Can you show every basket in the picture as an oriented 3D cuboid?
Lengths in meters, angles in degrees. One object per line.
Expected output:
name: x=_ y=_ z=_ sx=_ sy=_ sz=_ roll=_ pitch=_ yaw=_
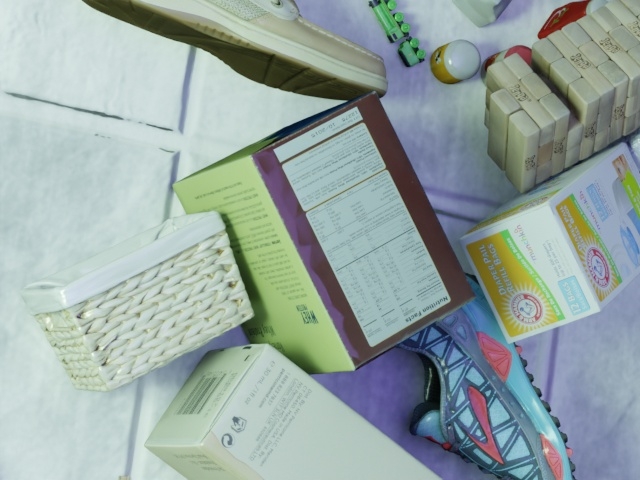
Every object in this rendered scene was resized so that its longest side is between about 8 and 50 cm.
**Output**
basket: x=-0.156 y=0.054 z=1.724 sx=0.167 sy=0.113 sz=0.103 roll=-26 pitch=99 yaw=-24

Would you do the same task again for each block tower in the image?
block tower: x=0.306 y=-0.175 z=1.885 sx=0.335 sy=0.097 sz=0.091 roll=-28 pitch=59 yaw=-16

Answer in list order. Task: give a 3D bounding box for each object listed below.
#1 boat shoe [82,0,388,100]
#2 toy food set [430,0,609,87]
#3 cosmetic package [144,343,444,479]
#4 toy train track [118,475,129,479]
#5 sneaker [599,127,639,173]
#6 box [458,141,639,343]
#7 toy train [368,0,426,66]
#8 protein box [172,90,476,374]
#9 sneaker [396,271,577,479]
boat shoe: x=-0.068 y=-0.212 z=1.797 sx=0.302 sy=0.109 sz=0.098 roll=21 pitch=77 yaw=-15
toy food set: x=0.213 y=-0.234 z=1.919 sx=0.111 sy=0.104 sz=0.232 roll=44 pitch=69 yaw=-13
cosmetic package: x=0.013 y=0.226 z=1.753 sx=0.309 sy=0.160 sz=0.113 roll=39 pitch=72 yaw=-14
toy train track: x=-0.189 y=0.231 z=1.742 sx=0.083 sy=0.014 sz=0.048 roll=4 pitch=82 yaw=-23
sneaker: x=0.403 y=-0.109 z=1.990 sx=0.268 sy=0.101 sz=0.153 roll=-43 pitch=101 yaw=-22
box: x=0.231 y=0.001 z=1.854 sx=0.203 sy=0.103 sz=0.114 roll=-33 pitch=98 yaw=-56
toy train: x=0.072 y=-0.204 z=1.904 sx=0.023 sy=0.017 sz=0.083 roll=-34 pitch=98 yaw=-12
protein box: x=0.000 y=0.000 z=1.748 sx=0.136 sy=0.200 sz=0.201 roll=-28 pitch=96 yaw=-23
sneaker: x=0.145 y=0.169 z=1.863 sx=0.125 sy=0.104 sz=0.262 roll=-26 pitch=88 yaw=-11
